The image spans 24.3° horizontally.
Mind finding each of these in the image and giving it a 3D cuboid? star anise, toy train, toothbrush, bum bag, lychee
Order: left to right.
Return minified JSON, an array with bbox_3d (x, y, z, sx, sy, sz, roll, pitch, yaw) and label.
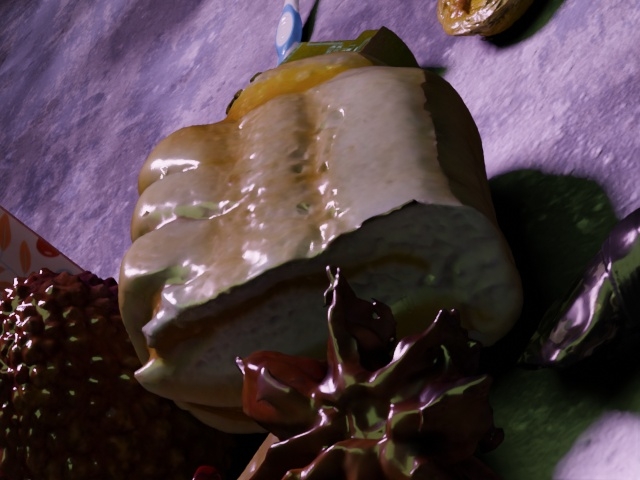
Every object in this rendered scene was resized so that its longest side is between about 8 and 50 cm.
[{"bbox_3d":[-0.198,0.145,1.254,0.271,0.271,0.271,-36,30,24],"label":"lychee"},{"bbox_3d":[-0.041,-0.240,1.766,0.040,0.040,0.386,-26,35,38],"label":"toothbrush"},{"bbox_3d":[-0.003,-0.150,1.544,0.137,0.090,0.225,-49,26,-15],"label":"toy train"},{"bbox_3d":[0.054,0.158,0.872,0.346,0.148,0.237,36,102,24],"label":"star anise"},{"bbox_3d":[0.229,0.009,1.002,0.248,0.069,0.102,-46,-9,9],"label":"bum bag"}]

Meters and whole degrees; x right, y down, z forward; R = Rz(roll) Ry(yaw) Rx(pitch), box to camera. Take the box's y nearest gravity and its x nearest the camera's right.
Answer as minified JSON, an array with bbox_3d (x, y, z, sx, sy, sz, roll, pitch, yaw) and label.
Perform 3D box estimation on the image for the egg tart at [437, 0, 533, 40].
[{"bbox_3d":[0.166,-0.240,1.439,0.130,0.052,0.130,-34,32,25],"label":"egg tart"}]

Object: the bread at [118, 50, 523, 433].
[{"bbox_3d":[0.000,0.000,1.202,0.300,0.210,0.341,-21,34,7],"label":"bread"}]

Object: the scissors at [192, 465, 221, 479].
[{"bbox_3d":[-0.107,0.300,1.103,0.017,0.144,0.247,10,62,13],"label":"scissors"}]

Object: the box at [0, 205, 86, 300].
[{"bbox_3d":[-0.364,0.142,1.368,0.122,0.385,0.344,-3,52,55],"label":"box"}]

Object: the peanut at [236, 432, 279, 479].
[{"bbox_3d":[-0.016,0.218,1.026,0.305,0.147,0.147,-49,27,-1],"label":"peanut"}]
